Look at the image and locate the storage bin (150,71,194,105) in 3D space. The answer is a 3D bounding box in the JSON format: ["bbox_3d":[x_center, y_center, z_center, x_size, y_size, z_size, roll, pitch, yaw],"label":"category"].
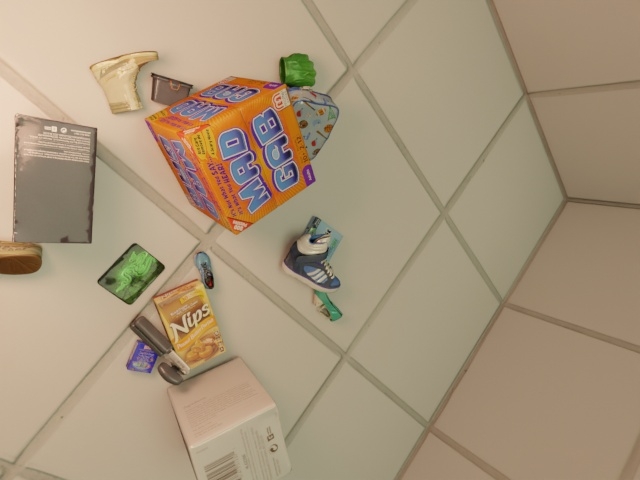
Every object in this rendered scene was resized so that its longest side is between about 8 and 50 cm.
[{"bbox_3d":[-0.514,-0.509,1.422,0.135,0.098,0.091,5,108,-36],"label":"storage bin"}]

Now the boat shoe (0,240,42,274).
[{"bbox_3d":[-0.993,0.046,1.225,0.285,0.089,0.105,7,122,-33],"label":"boat shoe"}]

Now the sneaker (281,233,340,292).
[{"bbox_3d":[0.011,0.089,1.838,0.322,0.130,0.236,26,116,-27],"label":"sneaker"}]

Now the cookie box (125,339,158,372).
[{"bbox_3d":[-0.664,0.436,1.558,0.092,0.040,0.107,25,86,-36],"label":"cookie box"}]

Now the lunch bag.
[{"bbox_3d":[-0.080,-0.456,1.636,0.243,0.115,0.303,-1,139,-33],"label":"lunch bag"}]

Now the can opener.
[{"bbox_3d":[-0.594,0.409,1.517,0.283,0.076,0.095,50,35,-12],"label":"can opener"}]

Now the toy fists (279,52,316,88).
[{"bbox_3d":[-0.088,-0.612,1.690,0.142,0.096,0.279,-10,109,-23],"label":"toy fists"}]

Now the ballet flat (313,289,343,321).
[{"bbox_3d":[0.018,0.304,1.984,0.087,0.083,0.247,-37,118,-6],"label":"ballet flat"}]

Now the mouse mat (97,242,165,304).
[{"bbox_3d":[-0.680,0.122,1.498,0.190,0.007,0.152,-52,124,-15],"label":"mouse mat"}]

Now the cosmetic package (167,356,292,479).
[{"bbox_3d":[-0.361,0.731,1.609,0.327,0.393,0.329,-19,111,-26],"label":"cosmetic package"}]

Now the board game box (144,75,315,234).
[{"bbox_3d":[-0.297,-0.305,1.412,0.356,0.356,0.356,-37,131,-23],"label":"board game box"}]

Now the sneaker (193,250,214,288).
[{"bbox_3d":[-0.444,0.118,1.619,0.063,0.073,0.162,-23,113,-28],"label":"sneaker"}]

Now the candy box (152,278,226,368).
[{"bbox_3d":[-0.507,0.331,1.615,0.183,0.087,0.316,-24,114,-28],"label":"candy box"}]

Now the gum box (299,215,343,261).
[{"bbox_3d":[0.000,0.000,1.922,0.184,0.041,0.157,34,82,-36],"label":"gum box"}]

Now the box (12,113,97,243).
[{"bbox_3d":[-0.757,-0.173,1.170,0.179,0.343,0.313,3,100,-36],"label":"box"}]

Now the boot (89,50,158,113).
[{"bbox_3d":[-0.604,-0.511,1.340,0.213,0.077,0.165,-19,114,-5],"label":"boot"}]
